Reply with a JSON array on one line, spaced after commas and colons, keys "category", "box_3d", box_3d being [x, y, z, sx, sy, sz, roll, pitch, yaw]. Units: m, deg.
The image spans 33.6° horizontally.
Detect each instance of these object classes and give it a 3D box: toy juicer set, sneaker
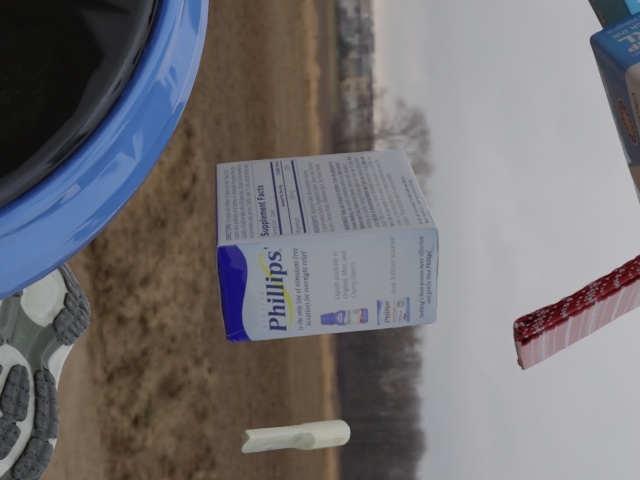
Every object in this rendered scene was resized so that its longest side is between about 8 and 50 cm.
[{"category": "toy juicer set", "box_3d": [-0.010, 0.323, 1.173, 0.209, 0.089, 0.329, -21, 126, -47]}, {"category": "sneaker", "box_3d": [-0.350, 0.152, 1.013, 0.158, 0.182, 0.410, 50, 21, -19]}]

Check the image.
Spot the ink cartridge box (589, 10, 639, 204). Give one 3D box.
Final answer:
[{"category": "ink cartridge box", "box_3d": [0.301, -0.007, 0.651, 0.307, 0.129, 0.223, -104, 170, -59]}]

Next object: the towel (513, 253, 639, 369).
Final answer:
[{"category": "towel", "box_3d": [0.328, 0.051, 1.142, 0.031, 0.275, 0.199, 61, 3, 19]}]

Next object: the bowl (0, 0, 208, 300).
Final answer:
[{"category": "bowl", "box_3d": [-0.257, -0.146, 0.564, 0.077, 0.391, 0.391, 114, -25, -74]}]

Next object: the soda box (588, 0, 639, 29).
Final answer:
[{"category": "soda box", "box_3d": [0.267, -0.287, 0.983, 0.210, 0.071, 0.067, 58, -7, -15]}]

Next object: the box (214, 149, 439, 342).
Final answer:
[{"category": "box", "box_3d": [0.000, 0.000, 0.702, 0.126, 0.137, 0.072, -101, -172, -62]}]
